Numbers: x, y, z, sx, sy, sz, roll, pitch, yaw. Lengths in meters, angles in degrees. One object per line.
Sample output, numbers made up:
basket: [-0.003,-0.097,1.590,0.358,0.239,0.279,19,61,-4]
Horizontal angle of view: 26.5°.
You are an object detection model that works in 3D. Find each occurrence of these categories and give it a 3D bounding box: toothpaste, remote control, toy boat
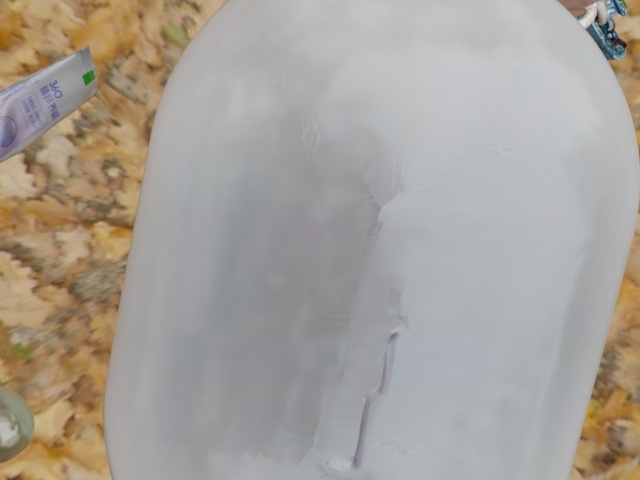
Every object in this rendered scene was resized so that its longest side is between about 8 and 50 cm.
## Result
toothpaste: [-0.365,-0.108,1.435,0.301,0.048,0.075,-32,122,-19]
remote control: [0.020,0.031,0.620,0.221,0.103,0.332,13,100,2]
toy boat: [0.303,-0.259,1.491,0.061,0.060,0.137,-20,115,29]

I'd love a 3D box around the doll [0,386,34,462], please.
doll: [-0.367,0.210,1.112,0.174,0.330,0.235,-27,111,17]

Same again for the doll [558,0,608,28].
doll: [0.171,-0.201,0.864,0.268,0.284,0.216,-27,84,-12]
